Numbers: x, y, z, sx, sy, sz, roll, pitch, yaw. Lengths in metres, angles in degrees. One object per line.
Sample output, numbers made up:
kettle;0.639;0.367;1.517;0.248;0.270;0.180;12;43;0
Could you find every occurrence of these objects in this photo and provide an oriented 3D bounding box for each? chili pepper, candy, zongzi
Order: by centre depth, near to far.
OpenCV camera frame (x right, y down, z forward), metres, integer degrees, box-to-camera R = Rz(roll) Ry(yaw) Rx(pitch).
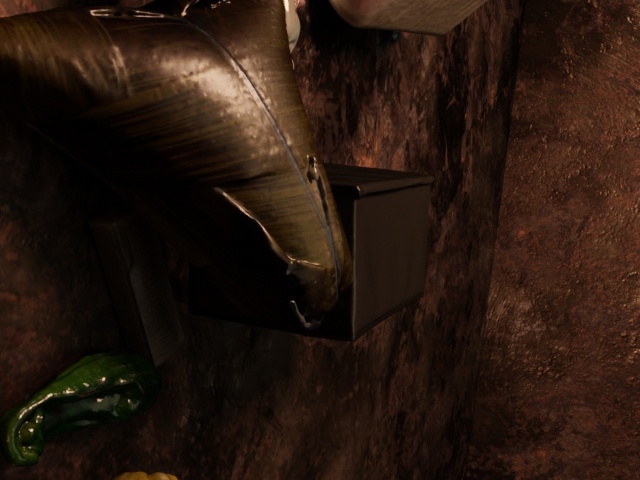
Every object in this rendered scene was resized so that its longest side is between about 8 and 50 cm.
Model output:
zongzi;-0.158;-0.053;0.824;0.432;0.207;0.404;-26;99;-52
chili pepper;-0.255;0.177;0.889;0.257;0.074;0.100;-12;110;-61
candy;0.172;-0.471;1.424;0.358;0.208;0.145;-17;77;-57

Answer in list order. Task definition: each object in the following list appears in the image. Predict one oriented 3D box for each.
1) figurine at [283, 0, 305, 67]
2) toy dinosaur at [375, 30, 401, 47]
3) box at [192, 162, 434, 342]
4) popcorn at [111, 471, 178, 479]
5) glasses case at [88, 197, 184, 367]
figurine;-0.081;-0.301;1.087;0.155;0.127;0.236;-76;166;-65
toy dinosaur;0.171;-0.494;1.671;0.144;0.076;0.329;43;54;-53
box;0.000;-0.001;1.188;0.345;0.251;0.205;-16;111;-64
popcorn;-0.193;0.390;0.928;0.266;0.192;0.233;15;82;-71
glasses case;-0.215;0.051;0.969;0.071;0.047;0.205;-50;141;-50
